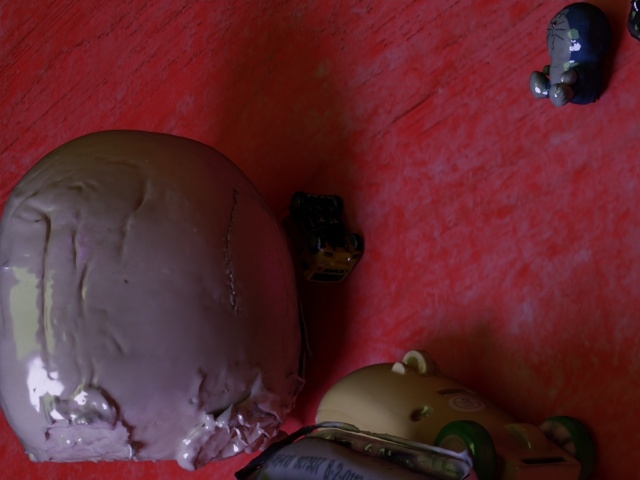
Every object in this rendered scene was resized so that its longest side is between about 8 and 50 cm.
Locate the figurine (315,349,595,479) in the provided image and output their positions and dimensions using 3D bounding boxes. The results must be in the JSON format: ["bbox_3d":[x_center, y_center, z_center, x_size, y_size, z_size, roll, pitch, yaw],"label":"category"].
[{"bbox_3d":[0.098,0.218,1.567,0.324,0.124,0.222,32,117,50],"label":"figurine"}]

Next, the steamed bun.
[{"bbox_3d":[-0.139,0.055,1.760,0.233,0.334,0.312,-1,91,18],"label":"steamed bun"}]

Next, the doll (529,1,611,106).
[{"bbox_3d":[0.198,-0.147,1.535,0.076,0.050,0.083,-149,67,-71],"label":"doll"}]

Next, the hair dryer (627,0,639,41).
[{"bbox_3d":[0.290,-0.133,1.231,0.089,0.251,0.197,53,128,44],"label":"hair dryer"}]

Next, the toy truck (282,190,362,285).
[{"bbox_3d":[0.000,0.000,1.792,0.054,0.049,0.083,-59,41,35],"label":"toy truck"}]

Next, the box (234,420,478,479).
[{"bbox_3d":[0.074,0.314,1.443,0.190,0.112,0.370,8,122,48],"label":"box"}]
